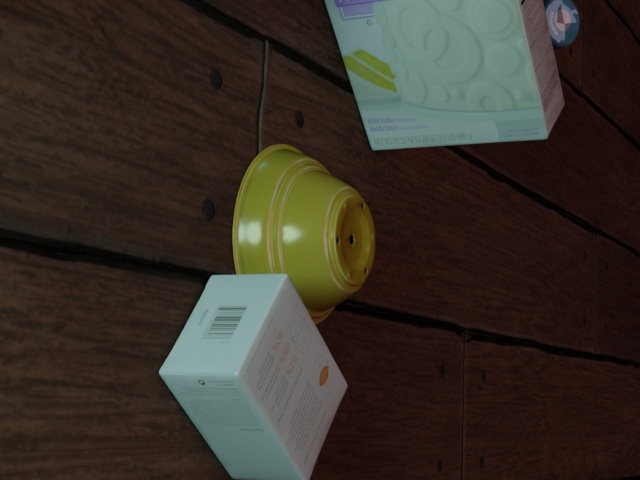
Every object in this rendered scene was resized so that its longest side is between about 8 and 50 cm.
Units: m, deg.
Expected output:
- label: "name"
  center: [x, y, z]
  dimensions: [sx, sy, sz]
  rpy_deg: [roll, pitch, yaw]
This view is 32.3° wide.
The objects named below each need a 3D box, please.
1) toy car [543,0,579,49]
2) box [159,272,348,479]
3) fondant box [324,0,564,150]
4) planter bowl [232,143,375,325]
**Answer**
- label: "toy car"
  center: [0.188, -0.334, 1.503]
  dimensions: [0.238, 0.219, 0.210]
  rpy_deg: [-12, 99, -32]
- label: "box"
  center: [-0.060, 0.136, 1.080]
  dimensions: [0.170, 0.091, 0.130]
  rpy_deg: [64, 37, -36]
- label: "fondant box"
  center: [0.135, -0.275, 1.307]
  dimensions: [0.096, 0.238, 0.330]
  rpy_deg: [-53, 133, -47]
- label: "planter bowl"
  center: [0.000, 0.000, 1.199]
  dimensions: [0.217, 0.090, 0.217]
  rpy_deg: [8, 81, -60]
